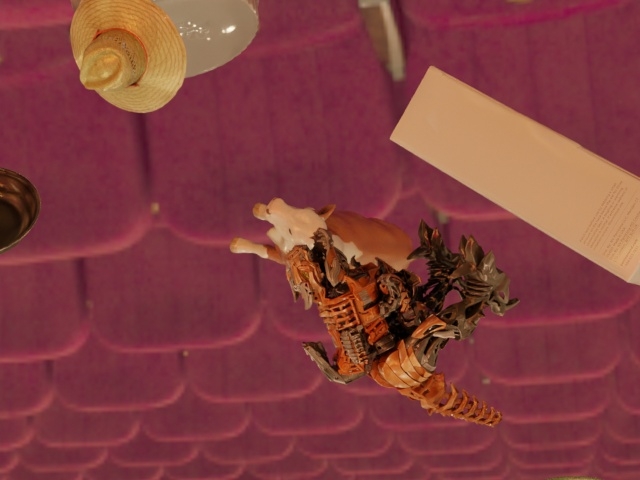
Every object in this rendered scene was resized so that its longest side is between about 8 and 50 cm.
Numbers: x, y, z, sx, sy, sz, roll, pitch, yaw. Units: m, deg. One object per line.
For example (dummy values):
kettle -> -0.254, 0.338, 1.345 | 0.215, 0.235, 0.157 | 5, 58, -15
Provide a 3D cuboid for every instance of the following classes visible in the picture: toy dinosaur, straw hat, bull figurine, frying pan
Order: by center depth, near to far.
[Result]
straw hat -> -0.213, -0.182, 1.108 | 0.144, 0.144, 0.061 | -11, -155, 33
toy dinosaur -> 0.099, 0.096, 1.252 | 0.164, 0.218, 0.322 | 35, 168, 47
bull figurine -> 0.000, 0.000, 1.487 | 0.188, 0.101, 0.310 | 14, 180, 40
frying pan -> -0.567, -0.034, 1.562 | 0.326, 0.197, 0.053 | -2, 134, -5

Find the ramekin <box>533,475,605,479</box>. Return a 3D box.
ramekin -> 0.294, 0.424, 1.281 | 0.303, 0.303, 0.148 | 0, 158, -7

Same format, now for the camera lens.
camera lens -> -0.197, -0.357, 1.288 | 0.219, 0.274, 0.219 | -13, 160, -5

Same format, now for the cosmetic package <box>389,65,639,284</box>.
cosmetic package -> 0.279, -0.054, 1.192 | 0.284, 0.097, 0.377 | 36, -168, 26
